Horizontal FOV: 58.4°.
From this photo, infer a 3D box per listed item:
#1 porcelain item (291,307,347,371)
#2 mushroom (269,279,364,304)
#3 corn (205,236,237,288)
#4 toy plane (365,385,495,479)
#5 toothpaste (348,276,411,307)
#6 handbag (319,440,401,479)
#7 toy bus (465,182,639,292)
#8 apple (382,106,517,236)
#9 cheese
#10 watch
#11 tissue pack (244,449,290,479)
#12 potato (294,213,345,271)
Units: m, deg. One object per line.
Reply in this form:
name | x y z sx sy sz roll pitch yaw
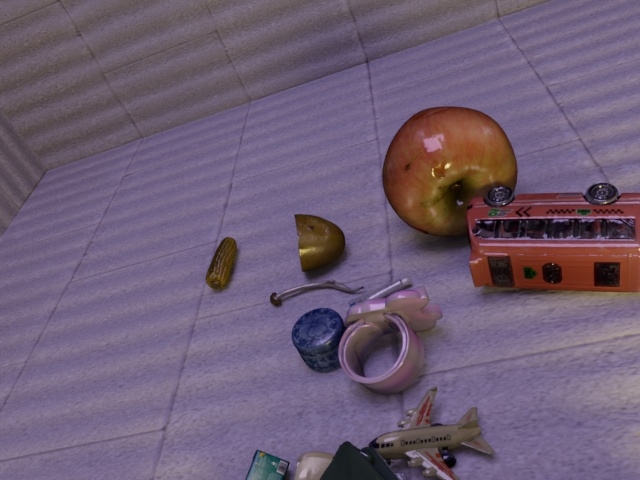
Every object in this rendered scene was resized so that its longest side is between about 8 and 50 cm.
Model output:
porcelain item | 0.004 0.262 1.535 0.147 0.114 0.147 -16 36 12
mushroom | -0.011 0.151 1.751 0.306 0.043 0.068 -11 56 16
corn | -0.339 0.076 2.000 0.080 0.080 0.231 -11 36 19
toy plane | 0.225 0.424 1.212 0.256 0.104 0.242 -17 39 5
toothpaste | 0.171 0.152 1.648 0.190 0.031 0.048 -25 39 6
handbag | 0.068 0.546 1.076 0.248 0.079 0.260 -59 33 1
toy bus | 0.584 0.006 1.446 0.426 0.203 0.233 0 48 27
apple | 0.376 -0.210 1.683 0.391 0.392 0.347 -17 36 10
cheese | 0.062 0.518 1.238 0.251 0.054 0.127 -9 43 19
watch | 0.176 0.258 1.410 0.248 0.211 0.218 -16 54 25
tissue pack | -0.131 0.549 1.296 0.085 0.079 0.111 22 49 1
potato | 0.000 0.000 1.834 0.158 0.178 0.203 -9 22 -5
